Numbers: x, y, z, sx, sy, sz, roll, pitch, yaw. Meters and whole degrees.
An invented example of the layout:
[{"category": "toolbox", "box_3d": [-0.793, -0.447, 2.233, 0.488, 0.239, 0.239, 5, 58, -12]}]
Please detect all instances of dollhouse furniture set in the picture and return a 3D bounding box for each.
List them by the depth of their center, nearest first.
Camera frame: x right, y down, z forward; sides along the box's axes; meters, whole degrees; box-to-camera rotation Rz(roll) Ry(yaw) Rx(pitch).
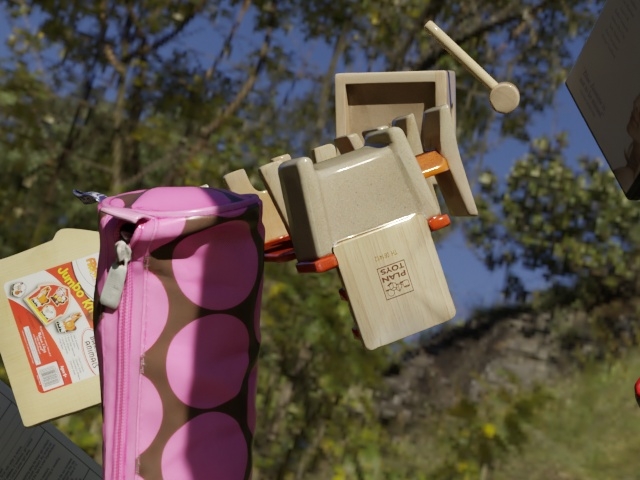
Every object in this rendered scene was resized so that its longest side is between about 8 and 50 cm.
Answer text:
[{"category": "dollhouse furniture set", "box_3d": [0.000, 0.000, 0.956, 0.262, 0.135, 0.259, -20, 6, -16]}]

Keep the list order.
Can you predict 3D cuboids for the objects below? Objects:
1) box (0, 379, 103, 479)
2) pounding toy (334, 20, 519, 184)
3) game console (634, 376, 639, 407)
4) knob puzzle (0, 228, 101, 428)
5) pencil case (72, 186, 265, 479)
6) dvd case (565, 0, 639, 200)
[{"category": "box", "box_3d": [-0.341, 0.287, 1.414, 0.121, 0.148, 0.311, -26, -65, 43]}, {"category": "pounding toy", "box_3d": [0.126, -0.156, 1.443, 0.206, 0.181, 0.094, 0, 7, 14]}, {"category": "game console", "box_3d": [0.526, 0.154, 1.217, 0.342, 0.060, 0.386, -37, -61, 14]}, {"category": "knob puzzle", "box_3d": [-0.221, 0.076, 1.251, 0.213, 0.213, 0.030, 14, -24, 0]}, {"category": "pencil case", "box_3d": [-0.080, 0.076, 0.662, 0.095, 0.209, 0.098, 3, 8, 17]}, {"category": "dvd case", "box_3d": [0.329, -0.188, 1.263, 0.022, 0.180, 0.253, -2, -40, -20]}]
